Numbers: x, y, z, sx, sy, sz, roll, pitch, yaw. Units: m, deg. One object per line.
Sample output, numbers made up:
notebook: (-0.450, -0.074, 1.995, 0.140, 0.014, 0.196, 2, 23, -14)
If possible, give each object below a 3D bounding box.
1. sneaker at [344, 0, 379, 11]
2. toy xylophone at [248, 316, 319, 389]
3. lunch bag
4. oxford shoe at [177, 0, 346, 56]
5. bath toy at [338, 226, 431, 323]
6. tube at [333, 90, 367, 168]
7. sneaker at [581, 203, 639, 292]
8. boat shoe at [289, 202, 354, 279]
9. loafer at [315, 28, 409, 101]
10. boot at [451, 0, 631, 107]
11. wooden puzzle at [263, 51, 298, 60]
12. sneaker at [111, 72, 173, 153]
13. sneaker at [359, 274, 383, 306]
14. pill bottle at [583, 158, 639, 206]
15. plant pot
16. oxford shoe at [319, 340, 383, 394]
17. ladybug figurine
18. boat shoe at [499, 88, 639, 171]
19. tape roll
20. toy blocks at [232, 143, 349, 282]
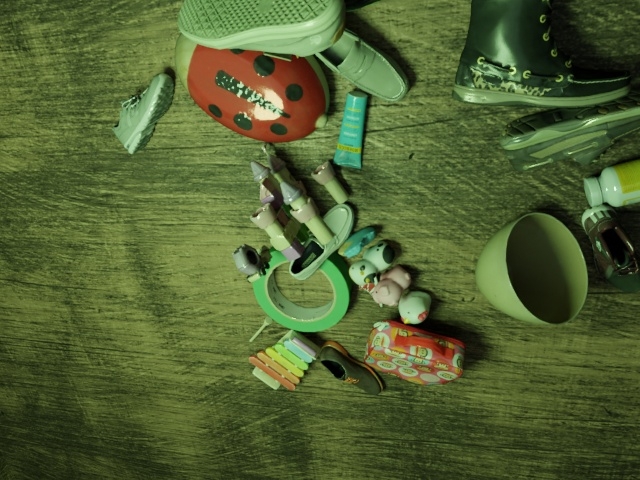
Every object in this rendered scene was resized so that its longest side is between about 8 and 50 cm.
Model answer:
sneaker: (0.177, -0.605, 0.972, 0.483, 0.202, 0.185, -17, 112, 23)
toy xylophone: (-0.145, 0.403, 1.641, 0.236, 0.081, 0.322, 31, 132, 0)
lunch bag: (0.291, 0.349, 1.437, 0.293, 0.120, 0.258, 16, 151, 3)
oxford shoe: (-0.137, -0.485, 1.022, 0.449, 0.130, 0.169, 13, 87, 28)
bath toy: (0.205, 0.127, 1.379, 0.151, 0.129, 0.348, -40, 104, 9)
tube: (0.085, -0.296, 1.255, 0.080, 0.052, 0.207, 17, 126, 14)
sneaker: (0.763, 0.055, 1.184, 0.106, 0.162, 0.281, -30, 106, 26)
boat shoe: (0.000, 0.000, 1.348, 0.096, 0.088, 0.267, 43, 93, 13)
loafer: (0.077, -0.444, 1.134, 0.319, 0.111, 0.112, 31, 122, -6)
boot: (0.494, -0.447, 1.015, 0.378, 0.138, 0.284, 6, 119, 18)
wooden puzzle: (-0.100, -0.460, 1.102, 0.116, 0.078, 0.014, 14, 155, -15)
sneaker: (-0.528, -0.379, 1.339, 0.115, 0.105, 0.281, 41, 120, -8)
sneaker: (0.161, 0.161, 1.474, 0.067, 0.042, 0.118, -12, 106, 16)
pill bottle: (0.750, -0.140, 1.119, 0.184, 0.103, 0.103, -14, 113, 21)
plant pot: (0.530, 0.088, 1.232, 0.284, 0.284, 0.191, 43, 154, -9)
oxford shoe: (0.102, 0.472, 1.621, 0.271, 0.098, 0.097, 37, 120, -6)
ladybug figurine: (-0.184, -0.410, 1.197, 0.449, 0.162, 0.305, 26, 120, 1)
boat shoe: (0.620, -0.254, 1.096, 0.355, 0.132, 0.130, -10, 124, 29)
tape roll: (-0.058, 0.149, 1.508, 0.321, 0.077, 0.321, 6, 119, 11)
toy blocks: (-0.127, -0.103, 1.275, 0.309, 0.288, 0.260, -28, 112, 29)
